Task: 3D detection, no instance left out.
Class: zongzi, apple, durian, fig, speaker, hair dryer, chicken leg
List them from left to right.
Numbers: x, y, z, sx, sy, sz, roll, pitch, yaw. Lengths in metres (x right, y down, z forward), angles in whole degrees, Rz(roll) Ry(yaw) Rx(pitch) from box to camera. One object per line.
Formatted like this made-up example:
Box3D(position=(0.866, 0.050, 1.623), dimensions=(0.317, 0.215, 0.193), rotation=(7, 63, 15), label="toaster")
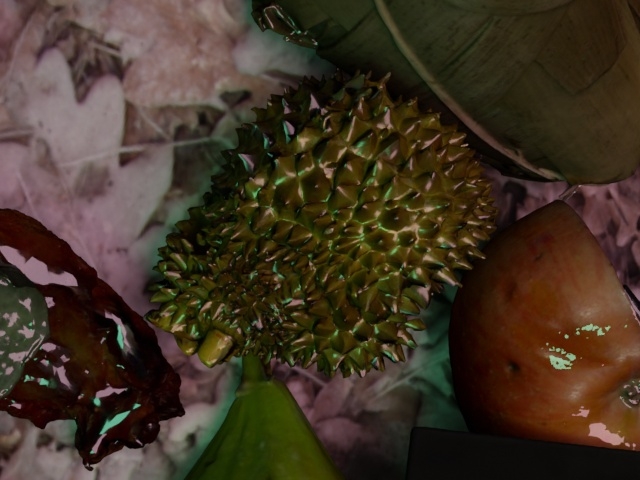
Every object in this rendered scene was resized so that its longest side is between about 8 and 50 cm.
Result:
Box3D(position=(-0.279, 0.044, 1.079), dimensions=(0.407, 0.096, 0.158), rotation=(29, 99, -22), label="chicken leg")
Box3D(position=(-0.046, 0.267, 1.123), dimensions=(0.233, 0.233, 0.314), rotation=(14, 93, -26), label="fig")
Box3D(position=(0.001, -0.005, 1.129), dimensions=(0.293, 0.258, 0.258), rotation=(-40, 112, 13), label="durian")
Box3D(position=(0.170, 0.312, 1.127), dimensions=(0.232, 0.184, 0.254), rotation=(6, 130, 6), label="speaker")
Box3D(position=(0.205, 0.128, 1.232), dimensions=(0.163, 0.251, 0.293), rotation=(-25, 104, 0), label="apple")
Box3D(position=(0.232, -0.174, 1.106), dimensions=(0.500, 0.467, 0.218), rotation=(29, 80, -25), label="zongzi")
Box3D(position=(0.314, 0.099, 1.408), dimensions=(0.083, 0.031, 0.079), rotation=(-38, 97, -11), label="hair dryer")

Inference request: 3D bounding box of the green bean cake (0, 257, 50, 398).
Box3D(position=(-0.313, 0.071, 0.975), dimensions=(0.183, 0.094, 0.185), rotation=(34, 94, -24), label="green bean cake")
